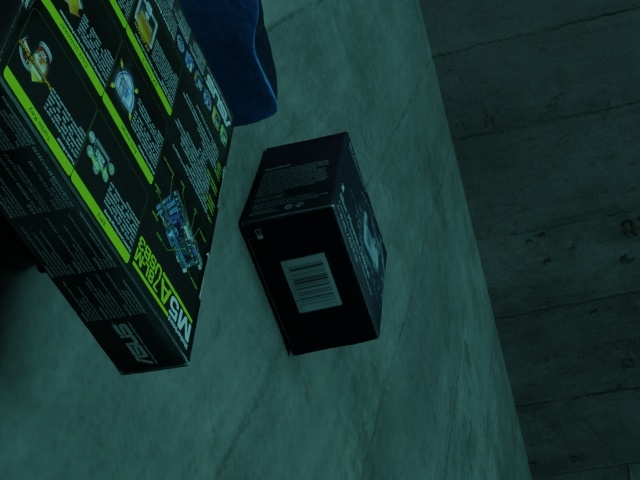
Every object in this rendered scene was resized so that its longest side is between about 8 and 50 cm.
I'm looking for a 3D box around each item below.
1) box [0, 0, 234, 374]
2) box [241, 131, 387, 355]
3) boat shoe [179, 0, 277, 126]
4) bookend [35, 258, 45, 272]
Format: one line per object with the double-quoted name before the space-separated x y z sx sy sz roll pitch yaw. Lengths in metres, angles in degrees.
"box" -0.101 -0.064 0.513 0.190 0.045 0.184 66 24 -44
"box" 0.000 0.000 1.047 0.158 0.093 0.156 -80 154 -58
"boat shoe" -0.097 -0.185 0.851 0.258 0.109 0.089 86 -7 -65
"bookend" -0.145 -0.047 0.563 0.156 0.072 0.157 -46 124 -72
